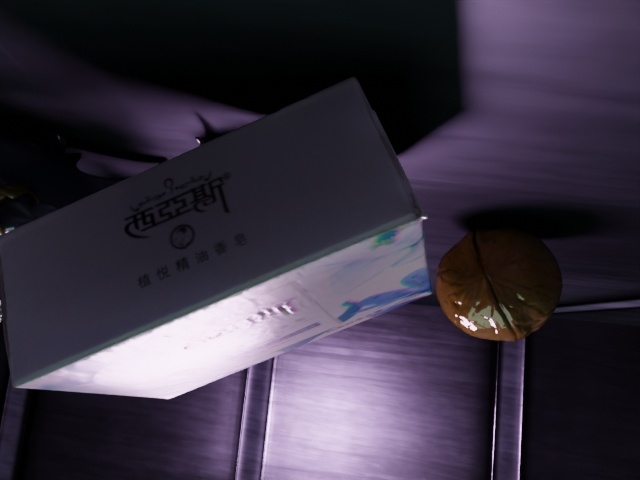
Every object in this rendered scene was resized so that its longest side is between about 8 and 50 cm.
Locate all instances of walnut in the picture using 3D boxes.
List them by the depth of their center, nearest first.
[{"bbox_3d":[0.246,0.061,0.766,0.167,0.168,0.207,2,168,24],"label":"walnut"}]

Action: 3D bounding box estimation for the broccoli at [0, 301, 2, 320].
[{"bbox_3d":[-0.656,0.021,0.942,0.297,0.298,0.297,17,-156,-53],"label":"broccoli"}]

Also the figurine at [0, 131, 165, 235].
[{"bbox_3d":[-0.280,-0.011,0.570,0.264,0.175,0.197,6,145,-16],"label":"figurine"}]

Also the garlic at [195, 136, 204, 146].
[{"bbox_3d":[-0.049,-0.048,0.551,0.198,0.091,0.128,16,152,-26],"label":"garlic"}]

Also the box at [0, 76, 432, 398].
[{"bbox_3d":[-0.060,0.023,0.430,0.274,0.116,0.203,-23,157,5],"label":"box"}]
